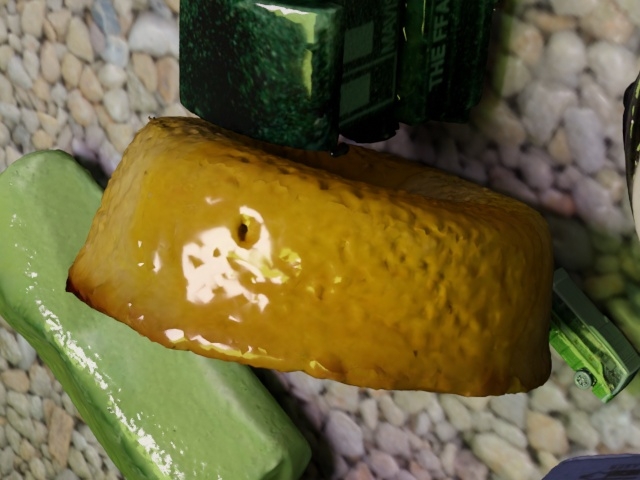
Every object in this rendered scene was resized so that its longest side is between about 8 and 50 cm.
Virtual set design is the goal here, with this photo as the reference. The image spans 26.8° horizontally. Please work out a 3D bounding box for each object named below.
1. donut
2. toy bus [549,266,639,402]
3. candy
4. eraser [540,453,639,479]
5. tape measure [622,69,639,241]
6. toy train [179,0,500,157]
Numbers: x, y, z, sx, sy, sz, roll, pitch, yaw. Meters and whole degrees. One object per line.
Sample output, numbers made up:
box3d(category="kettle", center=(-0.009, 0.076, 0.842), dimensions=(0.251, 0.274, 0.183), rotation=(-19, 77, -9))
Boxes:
box3d(category="donut", center=(0.000, 0.000, 0.796), dimensions=(0.303, 0.303, 0.110), rotation=(18, 100, 34))
box3d(category="toy bus", center=(0.163, 0.060, 0.842), dimensions=(0.083, 0.031, 0.037), rotation=(50, 126, 13))
box3d(category="candy", center=(-0.150, 0.088, 1.065), dimensions=(0.343, 0.132, 0.142), rotation=(50, 176, 13))
box3d(category="eraser", center=(0.225, 0.159, 0.799), dimensions=(0.225, 0.082, 0.036), rotation=(-12, 103, 43))
box3d(category="tape measure", center=(0.254, -0.043, 0.654), dimensions=(0.271, 0.133, 0.231), rotation=(47, 125, 16))
box3d(category="toy train", center=(0.015, -0.198, 0.747), dimensions=(0.138, 0.178, 0.330), rotation=(22, 124, 32))
